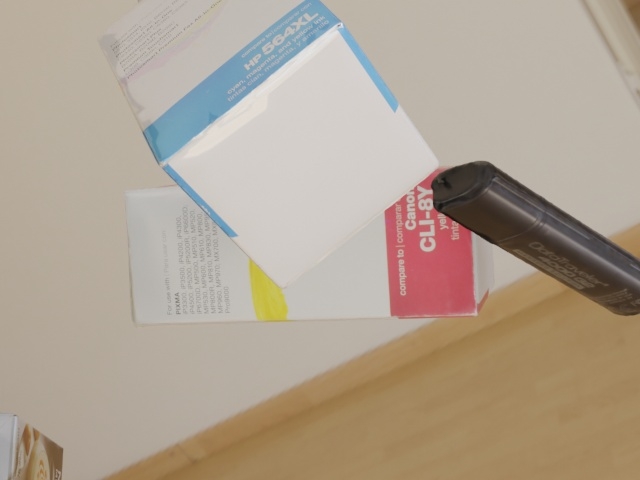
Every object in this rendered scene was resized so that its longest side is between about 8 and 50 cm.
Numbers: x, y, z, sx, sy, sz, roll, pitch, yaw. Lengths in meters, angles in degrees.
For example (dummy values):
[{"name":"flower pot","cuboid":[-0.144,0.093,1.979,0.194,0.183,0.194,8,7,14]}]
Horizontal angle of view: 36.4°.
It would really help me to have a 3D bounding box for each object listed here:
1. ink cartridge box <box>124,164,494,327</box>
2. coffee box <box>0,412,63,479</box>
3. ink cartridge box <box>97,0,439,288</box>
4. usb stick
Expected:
[{"name":"ink cartridge box","cuboid":[0.000,0.000,1.141,0.384,0.161,0.279,-3,4,13]},{"name":"coffee box","cuboid":[-0.356,0.277,1.066,0.098,0.141,0.246,0,-19,-4]},{"name":"ink cartridge box","cuboid":[-0.030,-0.069,0.443,0.090,0.092,0.143,-38,42,4]},{"name":"usb stick","cuboid":[0.219,0.003,0.904,0.077,0.278,0.045,-23,48,49]}]
